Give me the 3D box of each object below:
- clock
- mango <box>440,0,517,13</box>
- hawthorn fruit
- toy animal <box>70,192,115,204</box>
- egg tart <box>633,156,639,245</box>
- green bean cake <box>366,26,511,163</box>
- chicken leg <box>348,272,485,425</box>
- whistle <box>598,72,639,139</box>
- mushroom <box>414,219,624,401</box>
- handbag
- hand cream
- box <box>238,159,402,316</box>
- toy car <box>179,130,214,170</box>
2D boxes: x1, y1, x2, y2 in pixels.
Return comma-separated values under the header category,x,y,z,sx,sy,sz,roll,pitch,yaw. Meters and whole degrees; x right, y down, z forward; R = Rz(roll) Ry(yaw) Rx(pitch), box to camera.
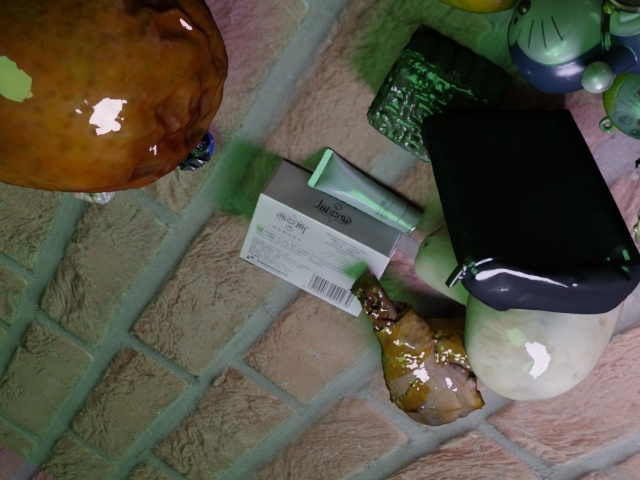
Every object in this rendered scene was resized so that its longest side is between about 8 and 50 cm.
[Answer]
category,x,y,z,sx,sy,sz,roll,pitch,yaw
clock,0.358,-0.266,1.184,0.243,0.199,0.146,3,150,34
mango,0.137,-0.414,1.193,0.317,0.119,0.176,46,147,-13
hawthorn fruit,-0.358,-0.284,1.381,0.472,0.471,0.471,16,137,15
toy animal,-0.481,-0.164,1.824,0.184,0.104,0.185,22,143,7
egg tart,0.533,-0.099,1.231,0.315,0.120,0.315,-17,142,-14
green bean cake,0.174,-0.206,1.408,0.173,0.094,0.181,32,138,-1
chicken leg,0.212,0.182,1.703,0.295,0.182,0.409,-18,130,25
whistle,0.466,-0.210,1.231,0.123,0.123,0.223,44,123,-15
mushroom,0.315,0.084,1.517,0.336,0.314,0.314,29,147,42
handbag,0.263,-0.030,1.292,0.275,0.301,0.178,-4,146,-13
hand cream,0.082,-0.079,1.623,0.205,0.050,0.078,30,113,2
box,0.000,0.000,1.700,0.260,0.111,0.194,29,139,3
toy car,-0.279,-0.221,1.677,0.216,0.063,0.103,49,135,-13
